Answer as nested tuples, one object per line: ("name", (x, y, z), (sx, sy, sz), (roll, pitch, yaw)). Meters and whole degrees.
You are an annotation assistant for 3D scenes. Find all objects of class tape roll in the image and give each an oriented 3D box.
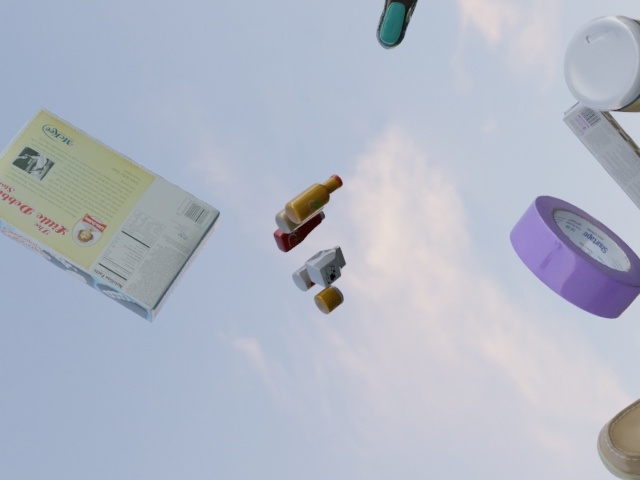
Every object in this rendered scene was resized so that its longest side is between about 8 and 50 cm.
("tape roll", (0.511, 0.030, 2.108), (0.274, 0.090, 0.275), (26, -153, -14))

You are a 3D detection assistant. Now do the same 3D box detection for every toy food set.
("toy food set", (0.000, 0.000, 1.768), (0.104, 0.111, 0.232), (-37, -54, -24))

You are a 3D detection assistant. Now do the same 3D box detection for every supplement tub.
("supplement tub", (0.486, -0.270, 1.651), (0.199, 0.144, 0.144), (-4, -94, -45))

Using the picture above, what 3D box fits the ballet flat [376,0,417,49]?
("ballet flat", (0.149, -0.442, 1.984), (0.070, 0.070, 0.188), (29, -97, -49))

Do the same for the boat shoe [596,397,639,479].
("boat shoe", (0.502, 0.192, 1.323), (0.110, 0.341, 0.122), (70, 177, -49))

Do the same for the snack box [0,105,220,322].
("snack box", (-0.332, -0.041, 1.569), (0.187, 0.322, 0.060), (-57, -6, -24))

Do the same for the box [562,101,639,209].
("box", (0.574, -0.131, 1.964), (0.324, 0.067, 0.063), (47, -152, -4))
